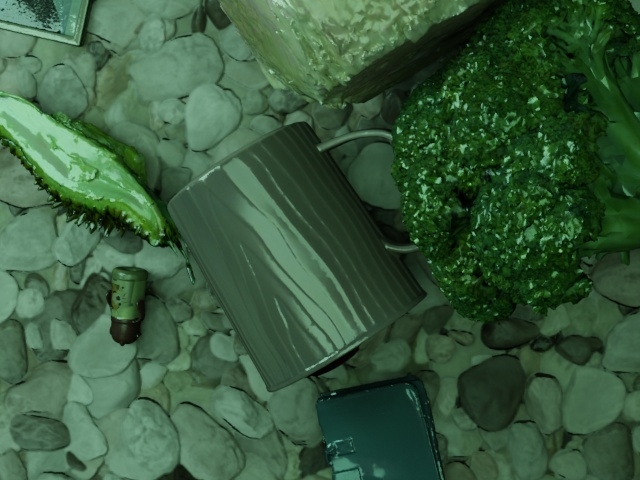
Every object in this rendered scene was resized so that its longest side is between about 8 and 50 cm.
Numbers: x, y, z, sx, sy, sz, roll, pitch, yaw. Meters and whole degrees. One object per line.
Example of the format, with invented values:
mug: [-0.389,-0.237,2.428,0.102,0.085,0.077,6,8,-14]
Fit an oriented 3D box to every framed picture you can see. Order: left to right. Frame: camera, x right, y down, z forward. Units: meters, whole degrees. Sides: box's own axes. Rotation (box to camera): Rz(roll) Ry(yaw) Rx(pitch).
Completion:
framed picture: [-0.359,-0.365,1.387,0.150,0.015,0.203,14,94,4]

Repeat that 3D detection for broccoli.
broccoli: [0.231,-0.091,1.124,0.310,0.413,0.321,-17,87,12]

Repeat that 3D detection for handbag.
handbag: [0.083,0.291,1.366,0.144,0.057,0.221,-12,92,9]

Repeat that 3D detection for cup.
cup: [-0.012,0.007,1.264,0.288,0.208,0.273,-33,88,43]

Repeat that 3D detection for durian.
durian: [-0.292,-0.076,1.349,0.375,0.106,0.132,34,93,3]

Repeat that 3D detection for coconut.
coconut: [0.043,-0.364,1.174,0.405,0.404,0.404,0,93,5]

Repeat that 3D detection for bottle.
bottle: [-0.250,0.086,1.384,0.047,0.063,0.101,4,97,-24]
